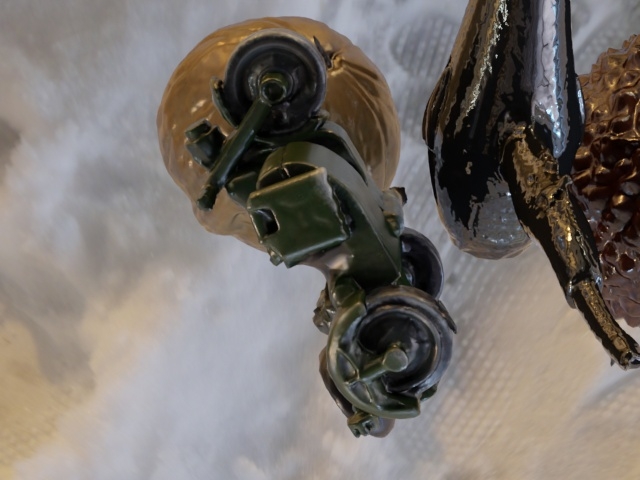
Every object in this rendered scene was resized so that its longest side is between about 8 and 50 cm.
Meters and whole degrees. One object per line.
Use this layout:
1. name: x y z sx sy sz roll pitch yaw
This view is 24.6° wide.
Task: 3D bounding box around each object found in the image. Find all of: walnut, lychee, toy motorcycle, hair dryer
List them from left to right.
1. walnut: -0.040 -0.092 1.333 0.227 0.228 0.228 0 76 -1
2. toy motorcycle: 0.000 0.000 1.005 0.127 0.205 0.275 -31 104 12
3. hair dryer: 0.157 -0.057 0.943 0.120 0.304 0.359 0 35 -11
4. lychee: 0.309 -0.049 1.206 0.264 0.300 0.264 9 111 23
